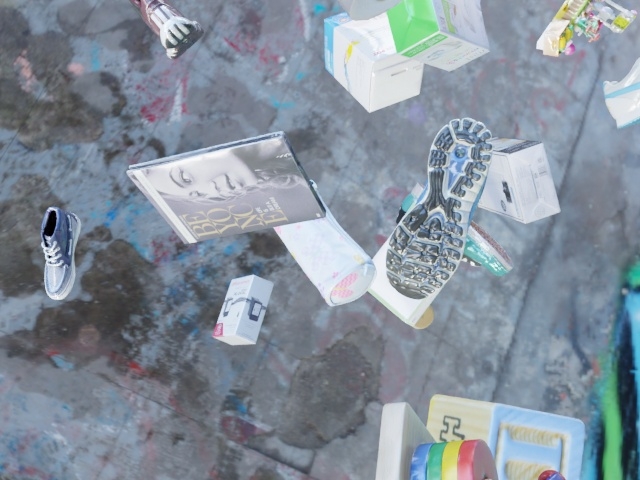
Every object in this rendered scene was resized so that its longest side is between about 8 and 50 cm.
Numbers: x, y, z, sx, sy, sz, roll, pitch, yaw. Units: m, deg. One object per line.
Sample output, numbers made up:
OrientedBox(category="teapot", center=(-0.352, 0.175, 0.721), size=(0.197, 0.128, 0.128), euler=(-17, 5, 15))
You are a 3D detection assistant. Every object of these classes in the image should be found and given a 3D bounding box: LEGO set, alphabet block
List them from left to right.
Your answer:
OrientedBox(category="alphabet block", center=(0.300, 0.375, 1.264), size=(0.192, 0.197, 0.193), euler=(16, 78, -19))
OrientedBox(category="LEGO set", center=(0.432, -0.345, 1.197), size=(0.107, 0.132, 0.287), euler=(35, 25, 6))

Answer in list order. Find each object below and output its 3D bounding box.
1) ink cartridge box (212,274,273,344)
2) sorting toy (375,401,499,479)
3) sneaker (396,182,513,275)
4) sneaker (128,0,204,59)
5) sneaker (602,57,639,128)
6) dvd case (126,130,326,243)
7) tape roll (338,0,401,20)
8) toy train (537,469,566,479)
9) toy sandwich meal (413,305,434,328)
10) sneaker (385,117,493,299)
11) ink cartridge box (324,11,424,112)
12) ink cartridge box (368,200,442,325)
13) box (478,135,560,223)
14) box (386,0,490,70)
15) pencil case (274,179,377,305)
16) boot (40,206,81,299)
OrientedBox(category="ink cartridge box", center=(-0.179, 0.162, 1.736), size=(0.063, 0.109, 0.150), euler=(28, 66, -29))
OrientedBox(category="sorting toy", center=(0.138, 0.323, 0.707), size=(0.255, 0.089, 0.257), euler=(55, 33, -39))
OrientedBox(category="sneaker", center=(0.306, -0.001, 1.738), size=(0.121, 0.302, 0.108), euler=(-55, 155, 15))
OrientedBox(category="sneaker", center=(-0.361, -0.520, 1.729), size=(0.106, 0.281, 0.162), euler=(-41, 98, -2))
OrientedBox(category="sneaker", center=(0.577, -0.277, 1.237), size=(0.087, 0.229, 0.092), euler=(-14, 76, -50))
OrientedBox(category="dvd case", center=(-0.123, -0.064, 1.007), size=(0.164, 0.221, 0.018), euler=(60, 26, -48))
OrientedBox(category="tape roll", center=(0.118, -0.470, 1.260), size=(0.219, 0.219, 0.072), euler=(-32, 83, -30))
OrientedBox(category="toy train", center=(0.267, 0.426, 0.989), size=(0.105, 0.248, 0.143), euler=(-15, 57, -42))
OrientedBox(category="toy sandwich meal", center=(0.274, 0.203, 2.062), size=(0.085, 0.029, 0.085), euler=(-4, 106, -13))
OrientedBox(category="sneaker", center=(0.222, -0.048, 1.313), size=(0.330, 0.130, 0.147), euler=(-67, 162, 12))
OrientedBox(category="ink cartridge box", center=(0.141, -0.490, 1.993), size=(0.171, 0.232, 0.168), euler=(-24, 143, -19))
OrientedBox(category="ink cartridge box", center=(0.214, 0.052, 1.715), size=(0.235, 0.171, 0.056), euler=(-53, 146, 5))
OrientedBox(category="box", center=(0.440, -0.148, 1.756), size=(0.087, 0.290, 0.169), euler=(-19, 104, -5))
OrientedBox(category="box", center=(0.260, -0.552, 1.726), size=(0.231, 0.127, 0.262), euler=(-1, 75, -50))
OrientedBox(category="pencil case", center=(0.000, 0.000, 1.489), size=(0.124, 0.273, 0.113), euler=(-40, 148, 8))
OrientedBox(category="boot", center=(-0.561, 0.026, 1.574), size=(0.069, 0.086, 0.190), euler=(0, 78, 13))
